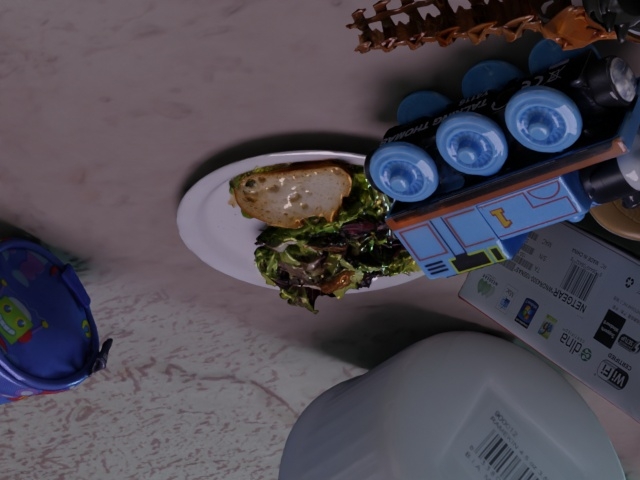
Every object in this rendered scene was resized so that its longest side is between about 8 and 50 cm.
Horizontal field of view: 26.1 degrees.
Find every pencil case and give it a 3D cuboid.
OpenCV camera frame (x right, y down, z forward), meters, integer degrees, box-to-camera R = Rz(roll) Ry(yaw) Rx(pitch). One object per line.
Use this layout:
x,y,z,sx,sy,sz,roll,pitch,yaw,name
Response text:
-0.299,0.092,1.060,0.306,0.119,0.133,-23,-174,35,pencil case

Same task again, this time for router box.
0.297,0.103,0.876,0.301,0.082,0.335,22,-172,-31,router box

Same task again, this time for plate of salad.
0.000,0.000,0.948,0.199,0.048,0.200,1,151,0,plate of salad

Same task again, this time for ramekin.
0.116,0.207,1.095,0.277,0.277,0.135,18,140,-26,ramekin

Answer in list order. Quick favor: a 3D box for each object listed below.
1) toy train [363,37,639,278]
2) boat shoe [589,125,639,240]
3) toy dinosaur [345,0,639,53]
0.112,-0.047,0.800,0.184,0.080,0.105,-19,119,39,toy train
0.298,-0.023,0.851,0.277,0.098,0.096,12,180,5,boat shoe
0.162,-0.137,0.605,0.322,0.164,0.218,-38,153,20,toy dinosaur
